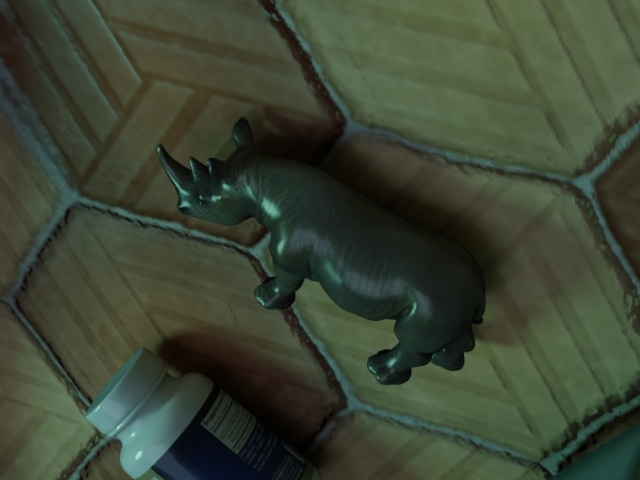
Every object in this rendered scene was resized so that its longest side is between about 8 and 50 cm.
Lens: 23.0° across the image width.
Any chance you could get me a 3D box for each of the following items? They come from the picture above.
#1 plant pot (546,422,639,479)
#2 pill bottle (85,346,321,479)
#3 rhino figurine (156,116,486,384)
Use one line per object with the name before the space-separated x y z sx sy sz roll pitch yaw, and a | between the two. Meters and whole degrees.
plant pot | 0.209 0.243 0.967 0.248 0.252 0.247 39 137 -7
pill bottle | -0.090 0.159 1.181 0.169 0.094 0.094 40 136 -7
rhino figurine | 0.000 0.000 1.007 0.243 0.073 0.106 32 140 4
